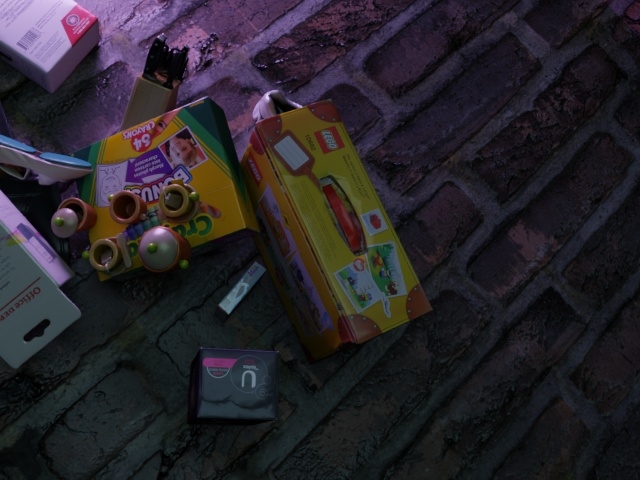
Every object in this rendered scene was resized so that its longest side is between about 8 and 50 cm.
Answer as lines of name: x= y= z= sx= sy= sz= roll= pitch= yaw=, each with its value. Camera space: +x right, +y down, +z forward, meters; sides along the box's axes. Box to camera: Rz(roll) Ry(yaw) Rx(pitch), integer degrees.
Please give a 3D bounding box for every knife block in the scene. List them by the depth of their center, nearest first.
knife block: x=-0.398 y=-0.340 z=1.685 sx=0.088 sy=0.242 sz=0.276 roll=23 pitch=69 yaw=-7

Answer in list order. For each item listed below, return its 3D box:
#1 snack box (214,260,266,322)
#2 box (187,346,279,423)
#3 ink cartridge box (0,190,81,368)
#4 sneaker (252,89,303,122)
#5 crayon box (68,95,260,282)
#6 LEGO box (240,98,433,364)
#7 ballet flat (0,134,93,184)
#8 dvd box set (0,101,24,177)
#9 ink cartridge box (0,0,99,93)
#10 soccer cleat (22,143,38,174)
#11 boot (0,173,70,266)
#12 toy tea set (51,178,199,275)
snack box: x=-0.189 y=0.122 z=1.678 sx=0.037 sy=0.100 sz=0.141 roll=40 pitch=69 yaw=0
box: x=-0.192 y=0.317 z=1.526 sx=0.165 sy=0.270 sz=0.144 roll=5 pitch=73 yaw=-14
ink cartridge box: x=-0.672 y=0.068 z=1.498 sx=0.207 sy=0.119 sz=0.353 roll=-38 pitch=99 yaw=4
sneaker: x=-0.043 y=-0.273 z=1.829 sx=0.292 sy=0.118 sz=0.110 roll=37 pitch=66 yaw=-4
crayon box: x=-0.356 y=-0.108 z=1.615 sx=0.362 sy=0.106 sz=0.313 roll=-20 pitch=77 yaw=11
LEGO box: x=0.000 y=0.000 z=1.620 sx=0.193 sy=0.372 sz=0.501 roll=-22 pitch=81 yaw=-20
ballet flat: x=-0.632 y=-0.167 z=1.589 sx=0.248 sy=0.086 sz=0.086 roll=18 pitch=70 yaw=-1
dvd box set: x=-0.930 y=-0.243 z=1.609 sx=0.420 sy=0.062 sz=0.308 roll=-18 pitch=79 yaw=-20
ink cartridge box: x=-0.707 y=-0.523 z=1.725 sx=0.272 sy=0.114 sz=0.197 roll=35 pitch=69 yaw=-4
soccer cleat: x=-0.681 y=-0.190 z=1.674 sx=0.029 sy=0.035 sz=0.083 roll=-27 pitch=82 yaw=-21
boot: x=-0.679 y=-0.037 z=1.595 sx=0.207 sy=0.094 sz=0.247 roll=-11 pitch=71 yaw=-21
toy tea set: x=-0.418 y=-0.022 z=1.502 sx=0.335 sy=0.124 sz=0.200 roll=-6 pitch=84 yaw=13
